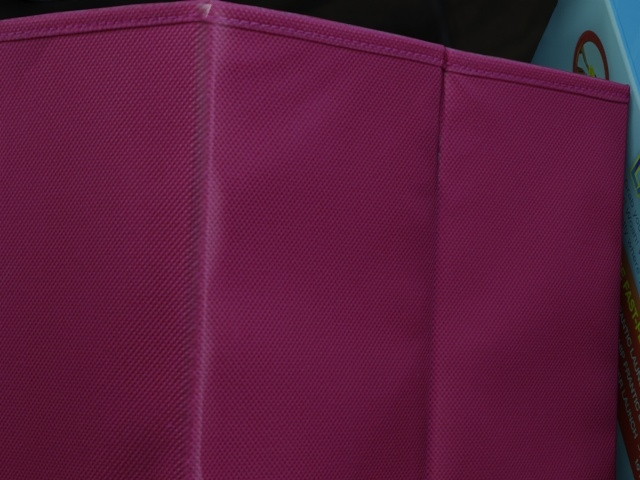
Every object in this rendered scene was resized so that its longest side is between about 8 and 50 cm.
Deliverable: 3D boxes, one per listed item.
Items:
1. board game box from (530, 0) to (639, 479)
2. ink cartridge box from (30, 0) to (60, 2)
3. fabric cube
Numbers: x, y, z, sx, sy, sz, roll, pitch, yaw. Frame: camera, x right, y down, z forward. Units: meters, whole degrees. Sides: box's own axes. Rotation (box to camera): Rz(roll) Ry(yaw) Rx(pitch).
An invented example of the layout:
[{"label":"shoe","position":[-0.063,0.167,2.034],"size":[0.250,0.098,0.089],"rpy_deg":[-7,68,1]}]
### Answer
[{"label":"board game box","position":[0.159,0.067,0.920],"size":[0.086,0.302,0.308],"rpy_deg":[-5,62,-14]},{"label":"ink cartridge box","position":[-0.129,-0.229,0.840],"size":[0.159,0.092,0.217],"rpy_deg":[22,71,-45]},{"label":"fabric cube","position":[-0.049,0.055,0.801],"size":[0.259,0.254,0.258],"rpy_deg":[5,87,-47]}]
